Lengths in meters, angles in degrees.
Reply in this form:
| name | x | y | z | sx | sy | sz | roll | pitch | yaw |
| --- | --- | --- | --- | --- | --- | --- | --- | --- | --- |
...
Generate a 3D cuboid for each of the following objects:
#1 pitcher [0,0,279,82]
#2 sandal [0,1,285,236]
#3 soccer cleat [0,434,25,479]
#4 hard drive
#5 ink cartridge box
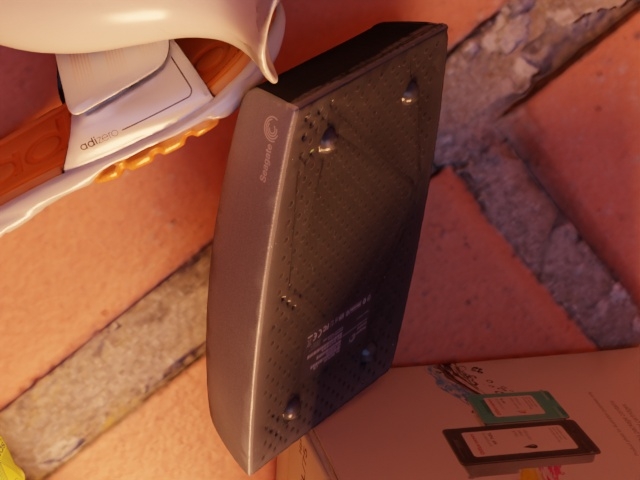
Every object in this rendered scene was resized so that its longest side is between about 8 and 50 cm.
| name | x | y | z | sx | sy | sz | roll | pitch | yaw |
| --- | --- | --- | --- | --- | --- | --- | --- | --- | --- |
| pitcher | -0.106 | -0.171 | 0.967 | 0.207 | 0.178 | 0.125 | 11 | 129 | 6 |
| sandal | -0.142 | -0.078 | 1.017 | 0.265 | 0.102 | 0.076 | -31 | 124 | 2 |
| soccer cleat | -0.216 | 0.173 | 1.129 | 0.289 | 0.093 | 0.121 | 34 | 96 | -29 |
| hard drive | 0.000 | 0.000 | 1.078 | 0.172 | 0.054 | 0.255 | -33 | 140 | -46 |
| ink cartridge box | 0.119 | 0.209 | 1.191 | 0.270 | 0.197 | 0.198 | -4 | 117 | -15 |
